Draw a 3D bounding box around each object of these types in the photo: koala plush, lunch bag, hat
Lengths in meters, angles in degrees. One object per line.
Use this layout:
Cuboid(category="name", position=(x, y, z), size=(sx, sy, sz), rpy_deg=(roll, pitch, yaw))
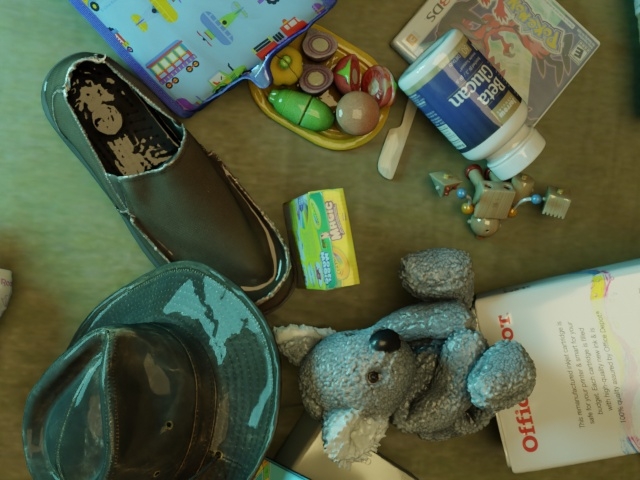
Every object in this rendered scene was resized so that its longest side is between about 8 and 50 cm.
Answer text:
Cuboid(category="koala plush", position=(0.070, 0.144, 0.979), size=(0.221, 0.203, 0.196), rpy_deg=(-9, 55, -32))
Cuboid(category="lunch bag", position=(-0.140, -0.284, 0.978), size=(0.221, 0.138, 0.293), rpy_deg=(-34, 103, 16))
Cuboid(category="hat", position=(-0.204, 0.167, 0.905), size=(0.134, 0.331, 0.331), rpy_deg=(26, 81, -53))

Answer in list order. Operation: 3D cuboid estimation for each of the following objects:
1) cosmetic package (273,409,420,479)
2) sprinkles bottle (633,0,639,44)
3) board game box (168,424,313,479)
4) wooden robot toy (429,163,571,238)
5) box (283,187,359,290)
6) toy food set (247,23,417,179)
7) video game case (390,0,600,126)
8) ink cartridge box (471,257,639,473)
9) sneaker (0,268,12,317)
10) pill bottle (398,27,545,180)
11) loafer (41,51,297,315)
Cuboid(category="cosmetic package", position=(-0.027, 0.360, 1.019), size=(0.160, 0.113, 0.309), rpy_deg=(34, 83, -7))
Cuboid(category="sprinkles bottle", position=(0.439, -0.330, 1.125), size=(0.121, 0.121, 0.356), rpy_deg=(-6, 89, -11))
Cuboid(category="board game box", position=(-0.091, 0.336, 0.900), size=(0.079, 0.336, 0.254), rpy_deg=(42, 71, -49))
Cuboid(category="wooden robot toy", position=(0.209, -0.041, 1.112), size=(0.173, 0.076, 0.079), rpy_deg=(4, 123, -11))
Cuboid(category="box", position=(0.000, 0.000, 1.001), size=(0.043, 0.179, 0.105), rpy_deg=(-10, 91, -11))
Cuboid(category="toy food set", position=(0.022, -0.175, 1.065), size=(0.217, 0.071, 0.128), rpy_deg=(28, 83, -9))
Cuboid(category="video game case", position=(0.216, -0.241, 1.129), size=(0.201, 0.023, 0.183), rpy_deg=(41, 82, -7))
Cuboid(category="ink cartridge box", position=(0.329, 0.132, 1.048), size=(0.278, 0.117, 0.201), rpy_deg=(-13, 90, 11))
Cuboid(category="sneaker", position=(-0.386, 0.104, 0.957), size=(0.152, 0.114, 0.305), rpy_deg=(-15, 91, -10))
Cuboid(category="pill bottle", position=(0.178, -0.153, 1.060), size=(0.169, 0.094, 0.094), rpy_deg=(45, 81, -10))
Cuboid(category="loafer", position=(-0.169, -0.055, 0.995), size=(0.366, 0.130, 0.134), rpy_deg=(45, 81, -6))
